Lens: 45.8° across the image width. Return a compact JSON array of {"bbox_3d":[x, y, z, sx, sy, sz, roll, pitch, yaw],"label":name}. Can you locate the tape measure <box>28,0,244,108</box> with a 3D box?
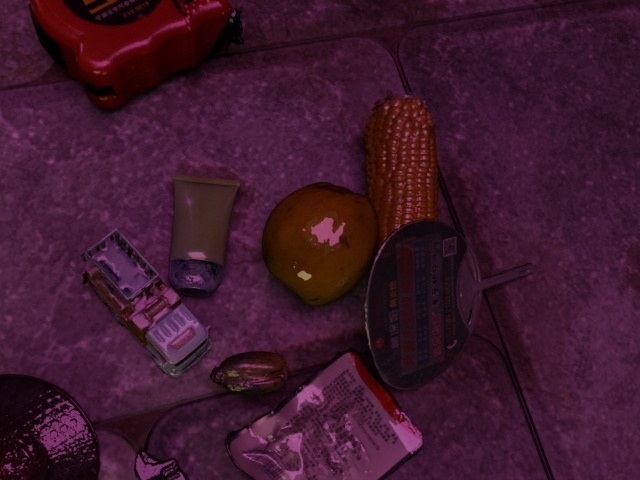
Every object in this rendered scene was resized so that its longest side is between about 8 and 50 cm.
[{"bbox_3d":[-0.280,-0.331,1.094,0.253,0.114,0.260,-34,74,-19],"label":"tape measure"}]

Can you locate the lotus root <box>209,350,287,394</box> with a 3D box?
[{"bbox_3d":[-0.091,0.169,0.962,0.099,0.049,0.054,-2,90,-7],"label":"lotus root"}]

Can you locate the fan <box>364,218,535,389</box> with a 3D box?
[{"bbox_3d":[0.161,0.052,0.995,0.294,0.012,0.223,-43,120,-21],"label":"fan"}]

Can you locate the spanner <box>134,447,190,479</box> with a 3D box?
[{"bbox_3d":[-0.143,0.323,0.914,0.208,0.012,0.046,39,69,6],"label":"spanner"}]

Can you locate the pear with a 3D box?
[{"bbox_3d":[0.000,0.000,0.986,0.149,0.149,0.162,31,89,4],"label":"pear"}]

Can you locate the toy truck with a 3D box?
[{"bbox_3d":[-0.213,0.079,0.942,0.080,0.115,0.177,-41,82,-21],"label":"toy truck"}]

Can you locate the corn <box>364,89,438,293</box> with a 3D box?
[{"bbox_3d":[0.115,-0.056,1.057,0.106,0.106,0.305,2,74,-9],"label":"corn"}]

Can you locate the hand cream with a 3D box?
[{"bbox_3d":[-0.162,-0.010,1.025,0.095,0.046,0.174,5,62,-6],"label":"hand cream"}]

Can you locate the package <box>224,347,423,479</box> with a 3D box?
[{"bbox_3d":[0.003,0.257,0.952,0.232,0.040,0.166,-33,80,-27],"label":"package"}]

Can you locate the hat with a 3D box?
[{"bbox_3d":[-0.359,0.256,0.874,0.193,0.082,0.193,31,38,-28],"label":"hat"}]
